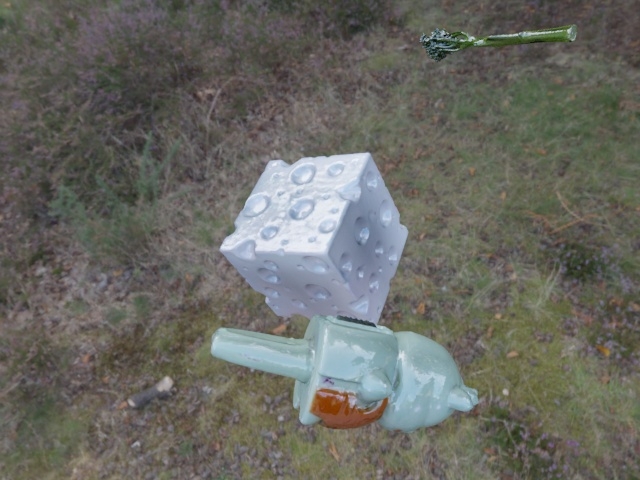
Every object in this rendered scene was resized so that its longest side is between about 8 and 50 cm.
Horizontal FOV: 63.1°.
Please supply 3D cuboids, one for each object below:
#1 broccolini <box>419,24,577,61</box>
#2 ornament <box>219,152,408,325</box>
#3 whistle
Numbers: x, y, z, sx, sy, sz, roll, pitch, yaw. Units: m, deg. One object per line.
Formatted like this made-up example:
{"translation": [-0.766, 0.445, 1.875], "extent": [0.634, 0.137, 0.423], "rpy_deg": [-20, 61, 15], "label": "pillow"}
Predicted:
{"translation": [0.197, -0.238, 0.614], "extent": [0.044, 0.042, 0.218], "rpy_deg": [-38, 29, -14], "label": "broccolini"}
{"translation": [0.000, 0.000, 1.027], "extent": [0.240, 0.239, 0.239], "rpy_deg": [1, 52, 33], "label": "ornament"}
{"translation": [0.027, 0.118, 0.470], "extent": [0.254, 0.101, 0.105], "rpy_deg": [15, 58, -12], "label": "whistle"}
